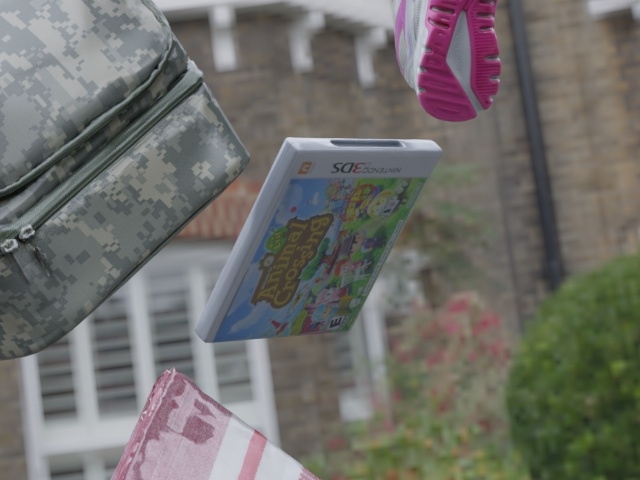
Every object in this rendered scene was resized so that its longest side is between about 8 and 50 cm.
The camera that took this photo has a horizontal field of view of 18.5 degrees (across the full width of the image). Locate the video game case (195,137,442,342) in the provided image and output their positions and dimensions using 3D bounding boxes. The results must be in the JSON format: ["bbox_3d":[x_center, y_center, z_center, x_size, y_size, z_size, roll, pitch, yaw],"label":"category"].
[{"bbox_3d":[0.000,0.000,1.792,0.193,0.023,0.212,-2,-53,-46],"label":"video game case"}]

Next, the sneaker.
[{"bbox_3d":[0.117,-0.240,1.792,0.103,0.252,0.111,11,7,-24],"label":"sneaker"}]

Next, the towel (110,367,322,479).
[{"bbox_3d":[-0.009,0.243,1.412,0.037,0.329,0.237,-48,8,21],"label":"towel"}]

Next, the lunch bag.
[{"bbox_3d":[-0.244,-0.080,1.559,0.212,0.256,0.305,-9,28,50],"label":"lunch bag"}]
